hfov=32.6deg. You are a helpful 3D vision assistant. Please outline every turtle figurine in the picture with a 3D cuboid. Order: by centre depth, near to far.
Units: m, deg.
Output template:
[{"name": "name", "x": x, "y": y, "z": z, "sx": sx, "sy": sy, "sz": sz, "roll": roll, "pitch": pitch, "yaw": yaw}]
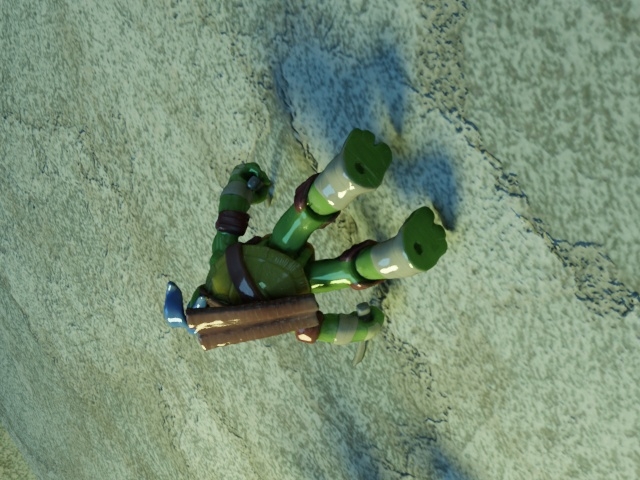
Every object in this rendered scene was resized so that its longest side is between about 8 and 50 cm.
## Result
[{"name": "turtle figurine", "x": 0.000, "y": 0.000, "z": 1.071, "sx": 0.266, "sy": 0.274, "sz": 0.198, "roll": -30, "pitch": 66, "yaw": 41}]
